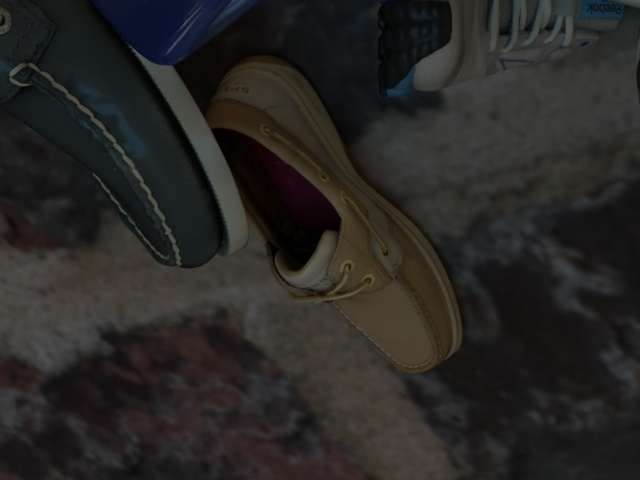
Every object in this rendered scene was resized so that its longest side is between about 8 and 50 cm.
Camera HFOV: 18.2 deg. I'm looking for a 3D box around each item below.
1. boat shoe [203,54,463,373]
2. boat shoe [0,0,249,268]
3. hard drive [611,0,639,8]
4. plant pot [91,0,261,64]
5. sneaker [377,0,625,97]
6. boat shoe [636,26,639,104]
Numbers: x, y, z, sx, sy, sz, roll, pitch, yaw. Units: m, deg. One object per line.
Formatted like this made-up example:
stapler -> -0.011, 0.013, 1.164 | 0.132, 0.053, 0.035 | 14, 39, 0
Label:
boat shoe -> 0.000, 0.000, 0.900 | 0.063, 0.059, 0.170 | -25, 109, 39
boat shoe -> -0.156, -0.101, 0.848 | 0.319, 0.099, 0.116 | 52, 164, -9
hard drive -> 0.198, -0.087, 0.633 | 0.307, 0.203, 0.040 | 18, 111, 16
plant pot -> -0.011, -0.235, 0.621 | 0.212, 0.236, 0.236 | 45, 133, -1
sneaker -> 0.068, -0.092, 0.725 | 0.082, 0.191, 0.071 | 8, 106, 11
boat shoe -> 0.247, 0.023, 0.759 | 0.324, 0.097, 0.116 | 40, 133, -4
